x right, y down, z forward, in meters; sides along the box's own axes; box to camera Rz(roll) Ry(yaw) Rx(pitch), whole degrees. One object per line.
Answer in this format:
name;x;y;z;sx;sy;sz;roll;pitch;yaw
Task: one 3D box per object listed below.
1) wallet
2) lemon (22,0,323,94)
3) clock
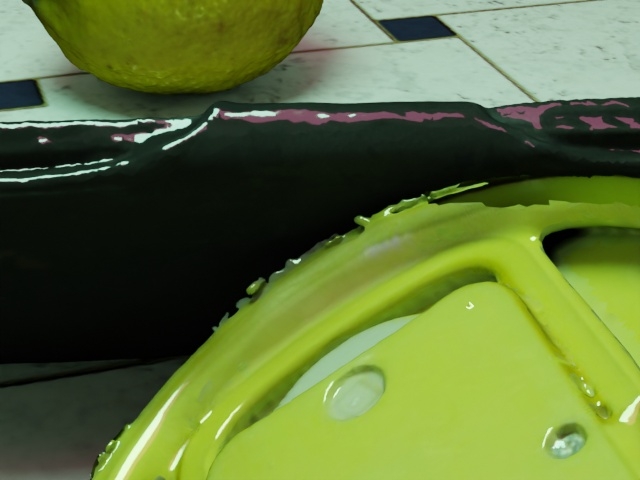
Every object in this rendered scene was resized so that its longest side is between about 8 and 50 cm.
wallet;0.000;0.000;0.592;0.378;0.197;0.051;-4;63;-7
lemon;-0.096;-0.195;0.926;0.231;0.192;0.192;-9;30;-18
clock;0.038;0.099;0.423;0.277;0.071;0.293;-30;33;10
